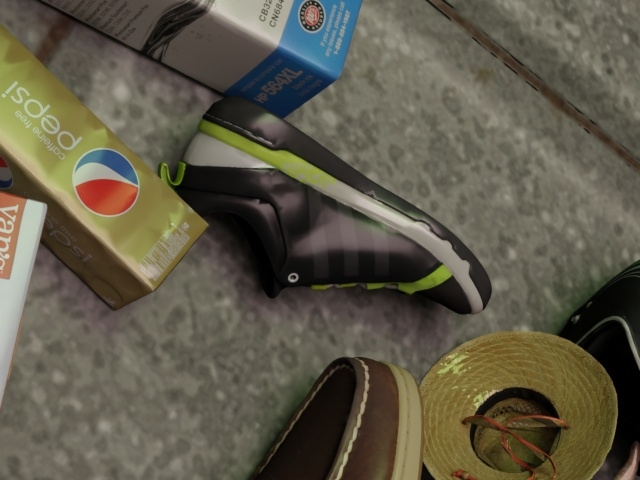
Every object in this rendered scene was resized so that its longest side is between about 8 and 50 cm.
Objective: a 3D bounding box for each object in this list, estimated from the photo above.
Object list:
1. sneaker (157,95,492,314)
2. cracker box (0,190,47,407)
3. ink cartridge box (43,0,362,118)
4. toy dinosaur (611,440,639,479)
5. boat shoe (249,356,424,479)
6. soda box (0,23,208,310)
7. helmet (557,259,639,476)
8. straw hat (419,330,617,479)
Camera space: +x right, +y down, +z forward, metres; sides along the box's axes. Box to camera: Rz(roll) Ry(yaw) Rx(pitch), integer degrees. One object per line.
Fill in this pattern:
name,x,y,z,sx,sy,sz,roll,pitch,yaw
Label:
sneaker,0.000,0.000,0.935,0.235,0.084,0.097,33,87,-18
cracker box,-0.271,0.031,0.738,0.232,0.067,0.155,16,69,-15
ink cartridge box,-0.074,-0.192,0.921,0.203,0.086,0.148,26,65,-22
toy dinosaur,0.193,0.290,0.938,0.200,0.127,0.295,37,44,-29
boat shoe,-0.053,0.198,0.813,0.123,0.123,0.342,36,68,-19
soda box,-0.156,-0.044,0.848,0.181,0.061,0.058,45,59,-12
helmet,0.260,0.080,1.000,0.169,0.161,0.169,9,72,-29
straw hat,0.130,0.134,0.967,0.144,0.144,0.061,-52,145,-30
